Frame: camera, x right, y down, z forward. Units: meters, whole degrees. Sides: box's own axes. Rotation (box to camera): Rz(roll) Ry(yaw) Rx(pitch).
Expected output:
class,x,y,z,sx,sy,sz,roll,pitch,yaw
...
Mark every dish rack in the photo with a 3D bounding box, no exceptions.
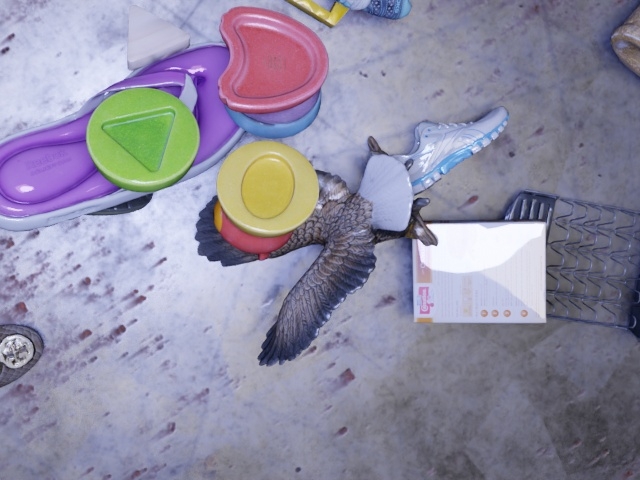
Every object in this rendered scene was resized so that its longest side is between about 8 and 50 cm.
class,x,y,z,sx,sy,sz,roll,pitch,yaw
dish rack,0.396,0.034,1.418,0.271,0.074,0.208,9,92,-10

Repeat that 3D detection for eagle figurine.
class,x,y,z,sx,sy,sz,roll,pitch,yaw
eagle figurine,0.002,0.009,1.292,0.298,0.226,0.225,-24,117,-11

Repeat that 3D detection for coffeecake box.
class,x,y,z,sx,sy,sz,roll,pitch,yaw
coffeecake box,0.225,0.043,1.365,0.185,0.068,0.142,0,95,9

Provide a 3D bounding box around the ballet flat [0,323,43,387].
class,x,y,z,sx,sy,sz,roll,pitch,yaw
ballet flat,-0.496,0.178,1.285,0.249,0.058,0.084,-17,98,-8

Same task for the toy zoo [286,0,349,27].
class,x,y,z,sx,sy,sz,roll,pitch,yaw
toy zoo,-0.023,-0.430,1.329,0.293,0.030,0.192,30,89,-11

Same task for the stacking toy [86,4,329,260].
class,x,y,z,sx,sy,sz,roll,pitch,yaw
stacking toy,-0.134,-0.137,1.203,0.279,0.130,0.309,11,65,-4

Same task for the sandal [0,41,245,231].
class,x,y,z,sx,sy,sz,roll,pitch,yaw
sandal,-0.241,-0.138,1.222,0.416,0.102,0.169,-35,84,-23

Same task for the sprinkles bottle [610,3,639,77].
class,x,y,z,sx,sy,sz,roll,pitch,yaw
sprinkles bottle,0.578,-0.391,1.389,0.121,0.121,0.355,41,88,-10

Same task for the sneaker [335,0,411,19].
class,x,y,z,sx,sy,sz,roll,pitch,yaw
sneaker,0.115,-0.435,1.299,0.122,0.110,0.283,20,96,-27

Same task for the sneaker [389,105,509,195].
class,x,y,z,sx,sy,sz,roll,pitch,yaw
sneaker,0.182,-0.146,1.370,0.190,0.071,0.083,-36,94,-5

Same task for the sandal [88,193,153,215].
class,x,y,z,sx,sy,sz,roll,pitch,yaw
sandal,-0.375,-0.078,1.271,0.302,0.086,0.120,-3,72,-10
